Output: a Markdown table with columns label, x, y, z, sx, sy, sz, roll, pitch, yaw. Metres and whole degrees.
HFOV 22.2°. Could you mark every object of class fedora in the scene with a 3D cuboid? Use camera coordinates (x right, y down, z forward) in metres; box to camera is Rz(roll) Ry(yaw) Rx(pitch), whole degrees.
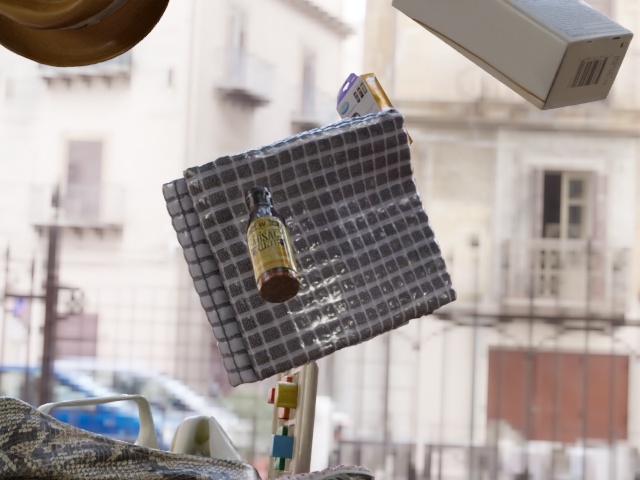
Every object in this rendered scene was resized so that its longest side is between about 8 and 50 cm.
| label | x | y | z | sx | sy | sz | roll | pitch | yaw |
| --- | --- | --- | --- | --- | --- | --- | --- | --- | --- |
| fedora | -0.210 | -0.217 | 1.263 | 0.194 | 0.194 | 0.079 | 1 | 18 | 15 |

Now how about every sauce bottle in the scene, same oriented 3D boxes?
| label | x | y | z | sx | sy | sz | roll | pitch | yaw |
| --- | --- | --- | --- | --- | --- | --- | --- | --- | --- |
| sauce bottle | -0.050 | 0.001 | 1.534 | 0.042 | 0.128 | 0.042 | -9 | -44 | -9 |

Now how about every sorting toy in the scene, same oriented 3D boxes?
| label | x | y | z | sx | sy | sz | roll | pitch | yaw |
| --- | --- | --- | --- | --- | --- | --- | --- | --- | --- |
| sorting toy | -0.052 | 0.262 | 2.371 | 0.047 | 0.347 | 0.196 | 7 | -10 | -13 |

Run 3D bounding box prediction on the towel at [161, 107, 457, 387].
| label | x | y | z | sx | sy | sz | roll | pitch | yaw |
| --- | --- | --- | --- | --- | --- | --- | --- | --- | --- |
| towel | 0.000 | 0.000 | 1.700 | 0.284 | 0.235 | 0.121 | -21 | -2 | -35 |

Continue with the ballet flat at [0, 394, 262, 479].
| label | x | y | z | sx | sy | sz | roll | pitch | yaw |
| --- | --- | --- | --- | --- | --- | --- | --- | --- | --- |
| ballet flat | -0.225 | 0.294 | 2.152 | 0.483 | 0.182 | 0.164 | 18 | -32 | -33 |

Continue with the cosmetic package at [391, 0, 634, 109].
| label | x | y | z | sx | sy | sz | roll | pitch | yaw |
| --- | --- | --- | --- | --- | --- | --- | --- | --- | --- |
| cosmetic package | 0.268 | -0.314 | 2.313 | 0.160 | 0.113 | 0.309 | -12 | 41 | -43 |

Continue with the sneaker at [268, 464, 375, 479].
| label | x | y | z | sx | sy | sz | roll | pitch | yaw |
| --- | --- | --- | --- | --- | --- | --- | --- | --- | --- |
| sneaker | -0.004 | 0.335 | 2.096 | 0.170 | 0.074 | 0.063 | -7 | -18 | -29 |

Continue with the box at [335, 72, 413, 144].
| label | x | y | z | sx | sy | sz | roll | pitch | yaw |
| --- | --- | --- | --- | --- | --- | --- | --- | --- | --- |
| box | 0.070 | -0.165 | 2.249 | 0.028 | 0.136 | 0.081 | -10 | -27 | -35 |
